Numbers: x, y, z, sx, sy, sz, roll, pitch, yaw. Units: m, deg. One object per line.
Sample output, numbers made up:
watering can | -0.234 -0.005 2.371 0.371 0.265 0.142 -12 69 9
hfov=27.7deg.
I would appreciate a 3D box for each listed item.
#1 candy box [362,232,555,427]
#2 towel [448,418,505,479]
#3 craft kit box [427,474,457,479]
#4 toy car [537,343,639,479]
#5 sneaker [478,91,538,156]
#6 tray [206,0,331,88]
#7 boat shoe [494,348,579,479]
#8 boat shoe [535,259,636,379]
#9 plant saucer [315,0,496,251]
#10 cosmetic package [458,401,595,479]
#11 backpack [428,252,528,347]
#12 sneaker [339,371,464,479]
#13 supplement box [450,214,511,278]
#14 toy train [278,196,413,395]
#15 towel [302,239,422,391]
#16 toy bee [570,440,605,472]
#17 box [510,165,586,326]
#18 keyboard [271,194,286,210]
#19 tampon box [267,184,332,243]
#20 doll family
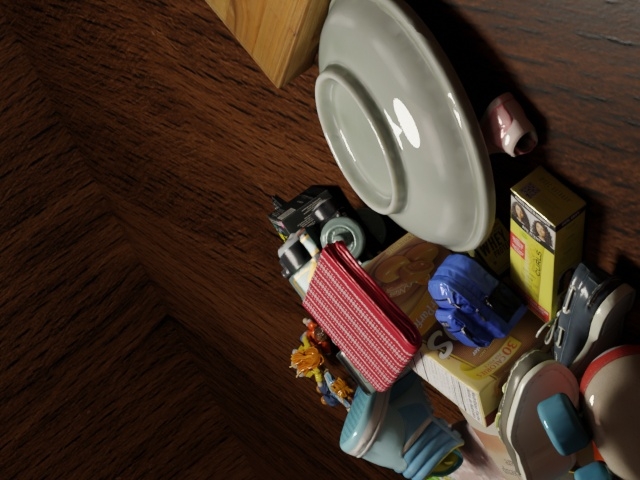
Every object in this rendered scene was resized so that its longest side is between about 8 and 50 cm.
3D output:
candy box | 0.196 0.115 1.912 0.316 0.183 0.087 36 155 42
towel | 0.338 0.440 2.263 0.317 0.053 0.332 51 160 3
craft kit box | 0.307 0.530 2.583 0.250 0.061 0.247 17 136 60
toy car | 0.396 0.199 1.648 0.210 0.219 0.238 60 -171 -17
sneaker | 0.228 -0.123 1.624 0.070 0.051 0.134 54 158 16
tray | -0.070 -0.389 1.839 0.203 0.076 0.411 51 162 8
boat shoe | 0.284 0.231 1.752 0.091 0.109 0.305 58 170 37
boat shoe | 0.340 0.112 1.697 0.079 0.095 0.254 46 163 22
plant saucer | 0.085 -0.150 1.751 0.400 0.100 0.400 56 163 27
cosmetic package | 0.338 0.304 1.991 0.296 0.129 0.153 56 160 -8
backpack | 0.205 0.080 1.770 0.120 0.101 0.098 45 162 -12
sneaker | 0.165 0.302 2.269 0.208 0.319 0.127 31 128 -3
supplement box | 0.235 0.016 1.844 0.083 0.056 0.083 53 162 1
toy train | 0.070 0.094 2.137 0.334 0.190 0.142 52 -155 6
towel | 0.058 0.117 1.914 0.199 0.031 0.275 49 161 10
toy bee | 0.435 0.368 1.870 0.195 0.162 0.298 28 120 23
box | 0.293 0.011 1.691 0.087 0.058 0.232 45 161 30
keyboard | -0.046 -0.001 2.541 0.108 0.023 0.180 36 155 41
tampon box | 0.000 0.000 2.281 0.161 0.101 0.120 57 171 -12
doll family | 0.015 0.293 2.758 0.263 0.118 0.163 53 161 2
